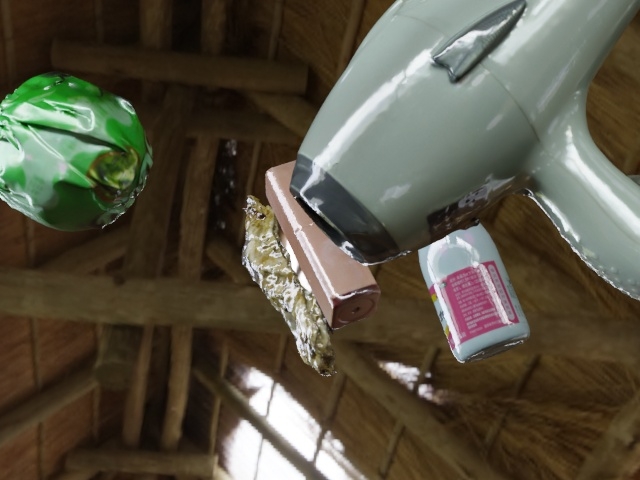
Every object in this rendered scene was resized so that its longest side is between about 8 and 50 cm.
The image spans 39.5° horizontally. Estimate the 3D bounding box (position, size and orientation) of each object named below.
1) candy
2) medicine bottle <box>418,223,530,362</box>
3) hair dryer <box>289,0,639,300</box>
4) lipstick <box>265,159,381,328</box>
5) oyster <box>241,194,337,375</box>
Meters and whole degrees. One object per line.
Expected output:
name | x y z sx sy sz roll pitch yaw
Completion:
candy | -0.259 -0.094 0.563 0.323 0.097 0.097 22 -45 7
medicine bottle | 0.160 0.026 1.022 0.090 0.217 0.090 -17 -18 -6
hair dryer | 0.148 -0.053 0.359 0.267 0.229 0.092 26 -9 10
lipstick | 0.000 0.000 0.749 0.045 0.145 0.045 -20 -30 -13
oyster | -0.055 0.054 1.242 0.078 0.345 0.129 -24 -42 -6
